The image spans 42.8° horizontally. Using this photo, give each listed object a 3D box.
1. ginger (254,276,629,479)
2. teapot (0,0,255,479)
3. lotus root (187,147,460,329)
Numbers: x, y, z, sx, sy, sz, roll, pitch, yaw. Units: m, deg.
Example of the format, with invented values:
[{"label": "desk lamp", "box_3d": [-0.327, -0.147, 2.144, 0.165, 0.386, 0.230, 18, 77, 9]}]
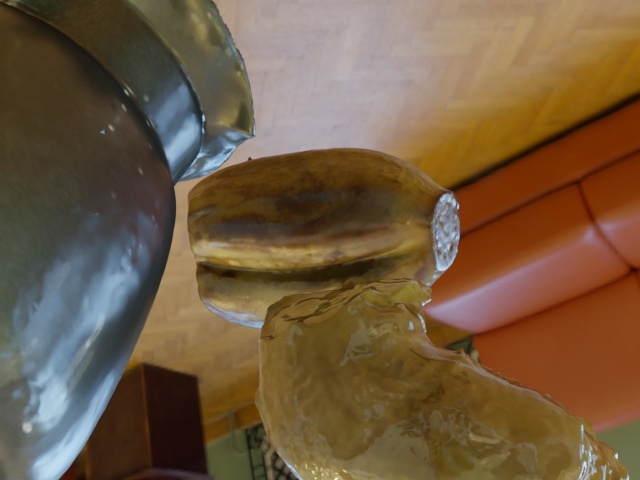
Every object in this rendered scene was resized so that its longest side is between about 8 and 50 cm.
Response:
[{"label": "ginger", "box_3d": [0.067, 0.118, 0.515, 0.152, 0.267, 0.138, -54, 167, -2]}, {"label": "teapot", "box_3d": [-0.185, -0.040, 0.433, 0.305, 0.285, 0.223, 0, 133, 37]}, {"label": "lotus root", "box_3d": [-0.001, 0.006, 0.841, 0.290, 0.193, 0.193, -7, 153, 16]}]
